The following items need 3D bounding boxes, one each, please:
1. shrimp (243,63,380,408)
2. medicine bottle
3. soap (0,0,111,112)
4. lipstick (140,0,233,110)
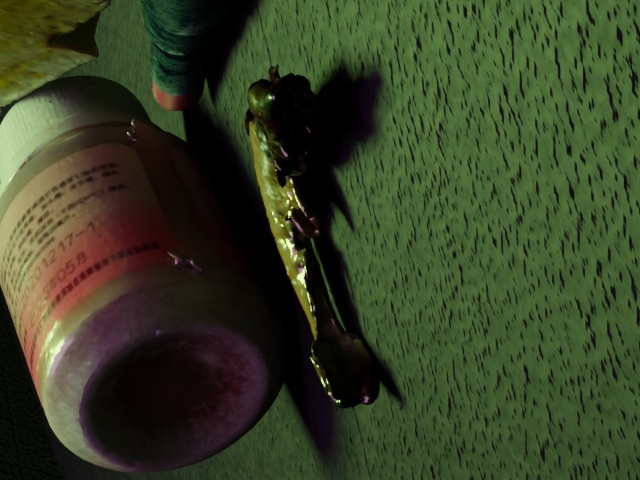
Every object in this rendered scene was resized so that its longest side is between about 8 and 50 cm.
[{"bbox_3d":[-0.003,0.001,0.883,0.195,0.035,0.148,104,151,-79],"label":"shrimp"},{"bbox_3d":[-0.116,0.011,1.157,0.247,0.147,0.147,-119,18,-48],"label":"medicine bottle"},{"bbox_3d":[-0.194,-0.268,1.122,0.304,0.169,0.339,-18,67,57],"label":"soap"},{"bbox_3d":[-0.071,-0.111,1.036,0.234,0.053,0.053,110,143,-74],"label":"lipstick"}]
